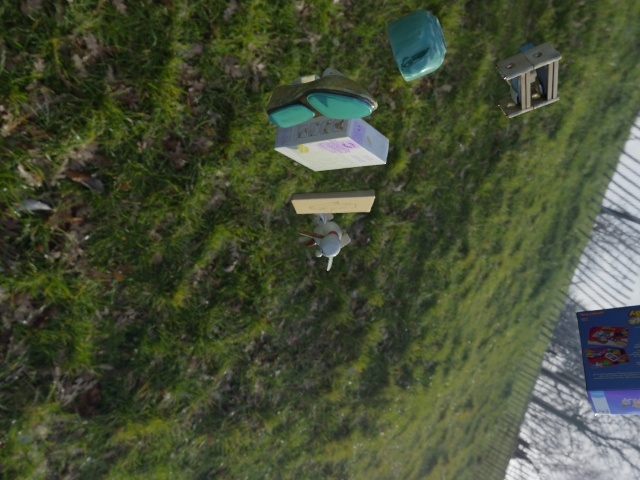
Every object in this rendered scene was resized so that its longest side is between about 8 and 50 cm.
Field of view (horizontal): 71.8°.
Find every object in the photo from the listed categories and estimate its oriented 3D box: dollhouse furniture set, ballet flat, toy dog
[{"bbox_3d":[0.493,-0.430,1.109,0.129,0.129,0.184,58,17,-48],"label":"dollhouse furniture set"},{"bbox_3d":[-0.003,-0.353,1.065,0.123,0.348,0.123,-6,99,-43],"label":"ballet flat"},{"bbox_3d":[0.000,0.000,1.617,0.161,0.220,0.333,-34,169,11],"label":"toy dog"}]

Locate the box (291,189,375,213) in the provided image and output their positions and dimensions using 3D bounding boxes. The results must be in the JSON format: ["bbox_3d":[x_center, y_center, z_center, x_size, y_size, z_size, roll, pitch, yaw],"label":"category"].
[{"bbox_3d":[0.033,-0.096,1.134,0.164,0.201,0.021,77,10,-81],"label":"box"}]

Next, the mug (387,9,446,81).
[{"bbox_3d":[0.216,-0.412,0.952,0.129,0.097,0.158,14,64,-62],"label":"mug"}]

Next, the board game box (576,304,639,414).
[{"bbox_3d":[0.729,0.229,0.893,0.078,0.347,0.233,59,37,-23],"label":"board game box"}]

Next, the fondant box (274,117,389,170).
[{"bbox_3d":[0.036,-0.338,1.552,0.238,0.330,0.096,19,75,-48],"label":"fondant box"}]
